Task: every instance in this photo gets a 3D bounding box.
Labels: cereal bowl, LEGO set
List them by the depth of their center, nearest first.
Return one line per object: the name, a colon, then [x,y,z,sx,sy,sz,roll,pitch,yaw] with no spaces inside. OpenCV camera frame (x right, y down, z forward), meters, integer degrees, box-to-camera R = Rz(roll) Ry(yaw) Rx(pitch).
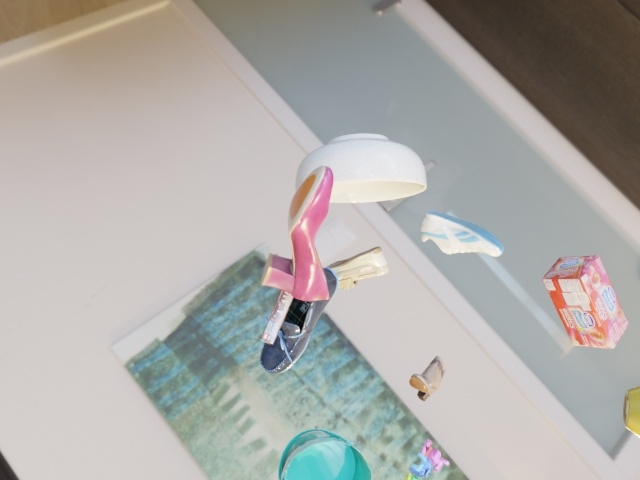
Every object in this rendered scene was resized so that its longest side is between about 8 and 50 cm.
LEGO set: [0.229,0.577,1.216,0.227,0.093,0.087,-56,158,-15]
cereal bowl: [0.101,-0.190,1.391,0.340,0.141,0.339,-3,176,0]

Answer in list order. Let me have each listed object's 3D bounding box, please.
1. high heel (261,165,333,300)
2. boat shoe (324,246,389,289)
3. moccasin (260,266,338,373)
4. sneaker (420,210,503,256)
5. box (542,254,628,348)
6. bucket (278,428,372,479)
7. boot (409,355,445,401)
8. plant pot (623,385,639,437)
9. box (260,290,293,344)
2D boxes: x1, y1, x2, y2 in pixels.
high heel: [0.000,0.000,0.803,0.082,0.117,0.244,-95,-155,-54]
boat shoe: [0.080,0.114,1.734,0.303,0.098,0.109,-24,-177,27]
moccasin: [-0.084,0.212,1.466,0.117,0.138,0.341,13,105,-60]
sneaker: [0.387,-0.003,1.468,0.087,0.229,0.092,-19,130,-60]
box: [0.784,0.181,1.579,0.123,0.256,0.128,-38,-164,-29]
bucket: [0.006,0.708,1.597,0.281,0.281,0.183,-39,-178,-9]
boot: [0.223,0.274,1.096,0.087,0.042,0.118,-51,145,-24]
plant pot: [0.622,0.323,0.994,0.134,0.095,0.134,4,90,-67]
box: [-0.076,0.133,1.026,0.094,0.027,0.136,109,4,-77]
